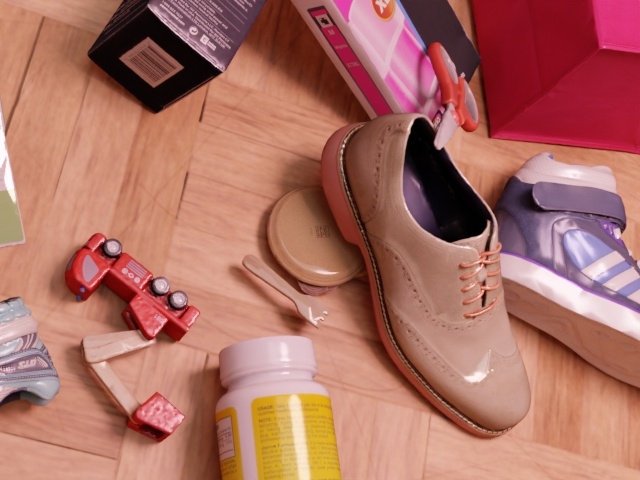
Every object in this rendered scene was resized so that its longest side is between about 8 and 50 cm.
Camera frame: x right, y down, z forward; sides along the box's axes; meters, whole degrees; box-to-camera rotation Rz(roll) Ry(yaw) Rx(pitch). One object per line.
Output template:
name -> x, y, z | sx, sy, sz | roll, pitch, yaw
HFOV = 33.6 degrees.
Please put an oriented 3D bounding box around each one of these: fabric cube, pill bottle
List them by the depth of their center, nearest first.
pill bottle -> -0.042, 0.208, 1.057 | 0.119, 0.119, 0.209 | 0, 70, -23
fabric cube -> 0.368, -0.285, 1.355 | 0.254, 0.259, 0.258 | 3, 70, -23

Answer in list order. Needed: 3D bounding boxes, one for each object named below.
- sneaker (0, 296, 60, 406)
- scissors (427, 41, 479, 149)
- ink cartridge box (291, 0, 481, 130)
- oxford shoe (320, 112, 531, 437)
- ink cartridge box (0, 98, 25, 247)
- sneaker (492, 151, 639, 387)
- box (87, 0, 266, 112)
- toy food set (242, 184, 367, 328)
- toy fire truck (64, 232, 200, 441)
sneaker -> -0.359, 0.167, 0.949 | 0.283, 0.110, 0.122 | -35, 93, -28
scissors -> 0.152, -0.133, 1.172 | 0.109, 0.021, 0.297 | 57, 19, -25
ink cartridge box -> 0.057, -0.287, 1.234 | 0.371, 0.069, 0.176 | 50, 55, -32
oxford shoe -> 0.138, 0.045, 1.158 | 0.140, 0.146, 0.397 | -37, 102, -31
ink cartridge box -> -0.405, -0.099, 1.069 | 0.171, 0.056, 0.235 | -12, 99, -26
sneaker -> 0.361, 0.020, 1.298 | 0.322, 0.130, 0.236 | 28, 65, -4
box -> -0.142, -0.267, 1.178 | 0.108, 0.153, 0.207 | 40, 59, -23
toy food set -> 0.000, 0.000, 1.210 | 0.132, 0.038, 0.192 | 38, 62, 0
toy fire truck -> -0.196, 0.097, 1.079 | 0.192, 0.047, 0.135 | 39, 61, -4
